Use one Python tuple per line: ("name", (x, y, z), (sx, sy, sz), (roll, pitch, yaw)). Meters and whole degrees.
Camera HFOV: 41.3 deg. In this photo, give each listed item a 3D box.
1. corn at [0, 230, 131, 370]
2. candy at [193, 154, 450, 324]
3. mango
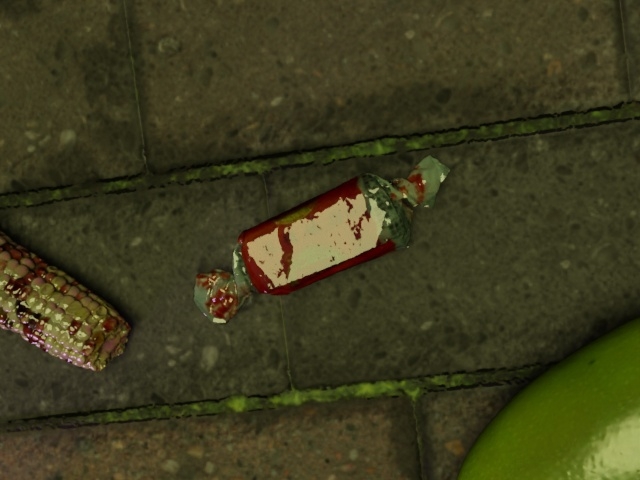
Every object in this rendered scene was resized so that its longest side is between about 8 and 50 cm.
("corn", (-0.332, 0.045, 0.891), (0.280, 0.092, 0.092), (30, 97, 4))
("candy", (0.000, -0.001, 0.856), (0.292, 0.059, 0.086), (-24, 86, 8))
("mango", (0.272, 0.196, 0.781), (0.343, 0.156, 0.192), (-34, 80, 12))
